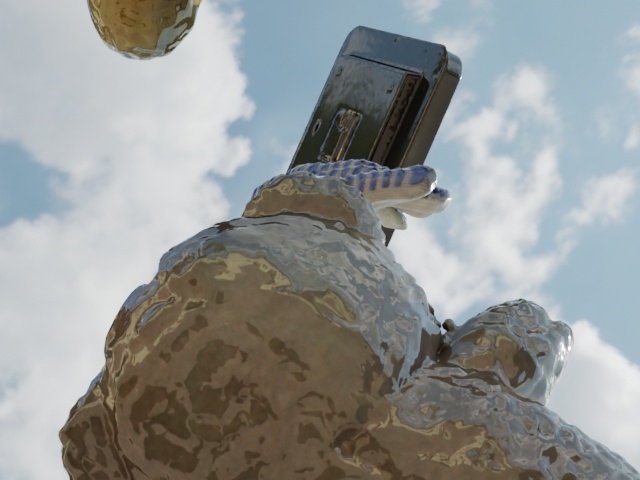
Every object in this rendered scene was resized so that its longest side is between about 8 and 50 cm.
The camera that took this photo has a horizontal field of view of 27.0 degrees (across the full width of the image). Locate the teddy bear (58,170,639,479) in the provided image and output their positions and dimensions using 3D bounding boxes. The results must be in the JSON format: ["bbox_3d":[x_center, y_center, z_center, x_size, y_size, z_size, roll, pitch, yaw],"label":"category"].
[{"bbox_3d":[0.021,0.108,0.581,0.267,0.236,0.151,36,-16,19],"label":"teddy bear"}]

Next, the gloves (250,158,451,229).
[{"bbox_3d":[-0.006,-0.001,0.960,0.229,0.119,0.097,-25,-44,32],"label":"gloves"}]

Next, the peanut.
[{"bbox_3d":[-0.145,-0.281,1.194,0.111,0.125,0.274,34,-39,13],"label":"peanut"}]

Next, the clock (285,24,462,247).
[{"bbox_3d":[0.038,-0.110,1.533,0.049,0.273,0.279,22,-87,-26],"label":"clock"}]
